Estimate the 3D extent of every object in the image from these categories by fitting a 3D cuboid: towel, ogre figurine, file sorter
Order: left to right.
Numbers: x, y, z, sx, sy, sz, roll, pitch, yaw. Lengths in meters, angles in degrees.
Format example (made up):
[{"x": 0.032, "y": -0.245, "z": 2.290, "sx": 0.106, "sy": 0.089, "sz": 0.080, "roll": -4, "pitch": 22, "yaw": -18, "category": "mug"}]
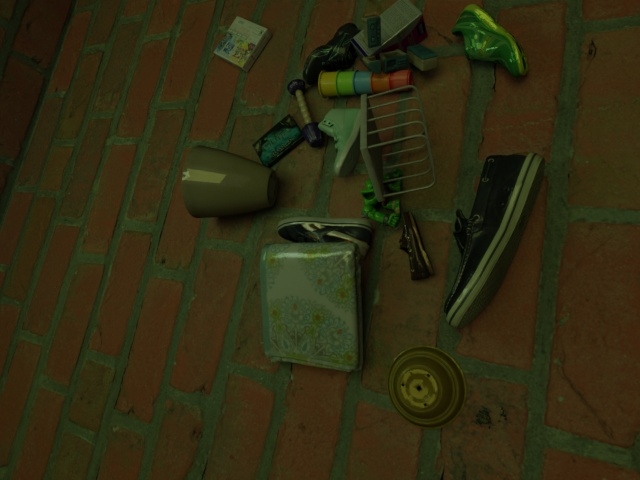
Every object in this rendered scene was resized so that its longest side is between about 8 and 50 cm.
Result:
[{"x": -0.028, "y": 0.193, "z": 1.216, "sx": 0.320, "sy": 0.090, "sz": 0.376, "roll": -1, "pitch": 94, "yaw": 27, "category": "towel"}, {"x": 0.188, "y": -0.133, "z": 1.251, "sx": 0.118, "sy": 0.097, "sz": 0.197, "roll": 1, "pitch": 83, "yaw": 17, "category": "ogre figurine"}, {"x": 0.221, "y": -0.287, "z": 1.172, "sx": 0.172, "sy": 0.193, "sz": 0.278, "roll": -11, "pitch": 45, "yaw": 17, "category": "file sorter"}]

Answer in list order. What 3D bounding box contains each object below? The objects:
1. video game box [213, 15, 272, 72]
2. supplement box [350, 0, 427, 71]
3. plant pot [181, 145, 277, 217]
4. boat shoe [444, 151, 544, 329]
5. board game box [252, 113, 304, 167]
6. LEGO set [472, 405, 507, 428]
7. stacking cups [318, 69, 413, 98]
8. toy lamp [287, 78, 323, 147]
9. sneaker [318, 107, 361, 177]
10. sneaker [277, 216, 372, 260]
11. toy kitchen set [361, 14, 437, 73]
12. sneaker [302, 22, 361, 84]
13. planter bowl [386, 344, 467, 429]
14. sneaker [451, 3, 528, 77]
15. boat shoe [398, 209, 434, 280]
[{"x": -0.328, "y": -0.823, "z": 1.710, "sx": 0.205, "sy": 0.048, "sz": 0.187, "roll": 37, "pitch": 91, "yaw": 29, "category": "video game box"}, {"x": 0.231, "y": -0.681, "z": 1.371, "sx": 0.220, "sy": 0.111, "sz": 0.114, "roll": -37, "pitch": 64, "yaw": 12, "category": "supplement box"}, {"x": -0.298, "y": -0.196, "z": 1.433, "sx": 0.273, "sy": 0.256, "sz": 0.257, "roll": 5, "pitch": 78, "yaw": 9, "category": "plant pot"}, {"x": 0.423, "y": -0.011, "z": 1.064, "sx": 0.155, "sy": 0.186, "sz": 0.501, "roll": 20, "pitch": 80, "yaw": 33, "category": "boat shoe"}, {"x": -0.157, "y": -0.367, "z": 1.516, "sx": 0.186, "sy": 0.026, "sz": 0.126, "roll": -36, "pitch": 64, "yaw": 12, "category": "board game box"}, {"x": 0.423, "y": 0.444, "z": 1.027, "sx": 0.083, "sy": 0.023, "sz": 0.054, "roll": 0, "pitch": 78, "yaw": 12, "category": "LEGO set"}, {"x": 0.153, "y": -0.543, "z": 1.384, "sx": 0.315, "sy": 0.096, "sz": 0.096, "roll": 4, "pitch": 78, "yaw": 24, "category": "stacking cups"}, {"x": -0.052, "y": -0.454, "z": 1.461, "sx": 0.080, "sy": 0.080, "sz": 0.275, "roll": -25, "pitch": 68, "yaw": 17, "category": "toy lamp"}, {"x": 0.055, "y": -0.330, "z": 1.366, "sx": 0.150, "sy": 0.094, "sz": 0.256, "roll": 12, "pitch": 72, "yaw": 22, "category": "sneaker"}, {"x": 0.000, "y": 0.000, "z": 1.285, "sx": 0.320, "sy": 0.126, "sz": 0.128, "roll": 1, "pitch": 71, "yaw": 24, "category": "sneaker"}, {"x": 0.243, "y": -0.610, "z": 1.255, "sx": 0.206, "sy": 0.166, "sz": 0.122, "roll": -16, "pitch": 42, "yaw": -7, "category": "toy kitchen set"}, {"x": 0.047, "y": -0.655, "z": 1.458, "sx": 0.267, "sy": 0.101, "sz": 0.106, "roll": -43, "pitch": 65, "yaw": 9, "category": "sneaker"}, {"x": 0.267, "y": 0.386, "z": 1.074, "sx": 0.216, "sy": 0.090, "sz": 0.218, "roll": -7, "pitch": 73, "yaw": 24, "category": "planter bowl"}, {"x": 0.510, "y": -0.580, "z": 1.232, "sx": 0.123, "sy": 0.109, "sz": 0.296, "roll": -46, "pitch": 61, "yaw": 32, "category": "sneaker"}, {"x": 0.264, "y": 0.013, "z": 1.186, "sx": 0.073, "sy": 0.073, "sz": 0.207, "roll": -20, "pitch": 68, "yaw": 17, "category": "boat shoe"}]
